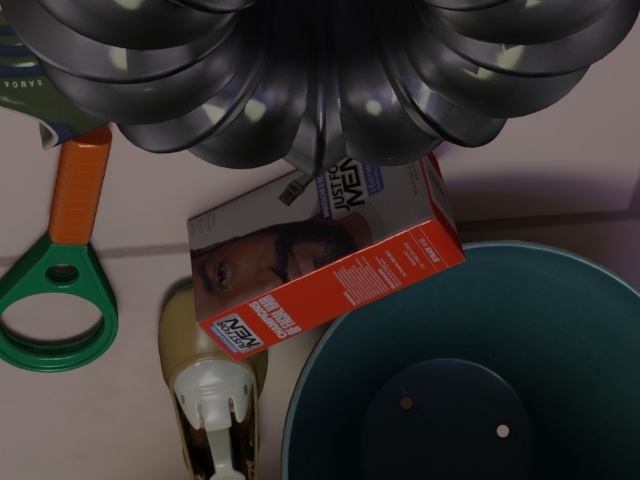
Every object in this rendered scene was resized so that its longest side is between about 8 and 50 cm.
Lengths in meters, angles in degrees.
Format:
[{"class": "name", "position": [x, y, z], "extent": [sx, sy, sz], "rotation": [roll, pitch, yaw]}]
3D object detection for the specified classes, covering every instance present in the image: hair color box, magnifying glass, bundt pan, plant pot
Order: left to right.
[{"class": "magnifying glass", "position": [-0.171, 0.011, 0.902], "extent": [0.092, 0.026, 0.231], "rotation": [5, 138, -17]}, {"class": "hair color box", "position": [0.000, 0.000, 0.872], "extent": [0.167, 0.093, 0.053], "rotation": [-26, 135, 15]}, {"class": "bundt pan", "position": [0.003, -0.129, 0.627], "extent": [0.330, 0.124, 0.331], "rotation": [-3, 158, -1]}, {"class": "plant pot", "position": [0.109, 0.152, 0.963], "extent": [0.290, 0.290, 0.195], "rotation": [-5, 176, -6]}]

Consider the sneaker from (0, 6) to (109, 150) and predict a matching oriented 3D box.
[{"class": "sneaker", "position": [-0.182, -0.110, 0.729], "extent": [0.086, 0.064, 0.192], "rotation": [-36, 136, 19]}]

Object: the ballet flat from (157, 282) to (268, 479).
[{"class": "ballet flat", "position": [-0.073, 0.127, 1.012], "extent": [0.080, 0.073, 0.232], "rotation": [-9, 138, -3]}]
